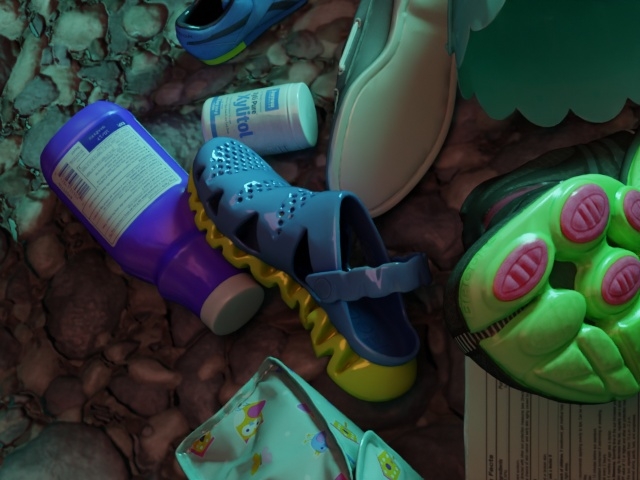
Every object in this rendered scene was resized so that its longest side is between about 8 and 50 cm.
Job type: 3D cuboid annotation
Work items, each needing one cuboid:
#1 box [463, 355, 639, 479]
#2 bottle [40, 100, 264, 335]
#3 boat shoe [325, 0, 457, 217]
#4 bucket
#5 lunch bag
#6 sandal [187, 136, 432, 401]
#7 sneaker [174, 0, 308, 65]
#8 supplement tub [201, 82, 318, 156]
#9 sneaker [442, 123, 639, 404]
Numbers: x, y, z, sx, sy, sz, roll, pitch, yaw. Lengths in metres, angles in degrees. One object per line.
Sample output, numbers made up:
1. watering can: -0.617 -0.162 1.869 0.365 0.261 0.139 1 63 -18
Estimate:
1. box: 0.250 0.160 1.389 0.232 0.127 0.149 2 96 19
2. bottle: -0.168 -0.020 1.636 0.118 0.092 0.283 -45 64 -1
3. boat shoe: 0.073 -0.172 1.629 0.099 0.116 0.319 3 74 65
4. bucket: 0.244 -0.252 1.495 0.281 0.281 0.183 -17 63 12
5. lunch bag: 0.027 0.251 1.354 0.160 0.223 0.262 -46 35 -2
6. sandal: 0.000 0.000 1.536 0.317 0.126 0.138 44 127 20
7. sneaker: -0.067 -0.274 1.704 0.209 0.082 0.069 -41 62 -1
8. supplement tub: -0.063 -0.121 1.651 0.107 0.071 0.071 -10 68 16
9. sneaker: 0.206 0.024 1.336 0.202 0.483 0.185 -18 94 29
